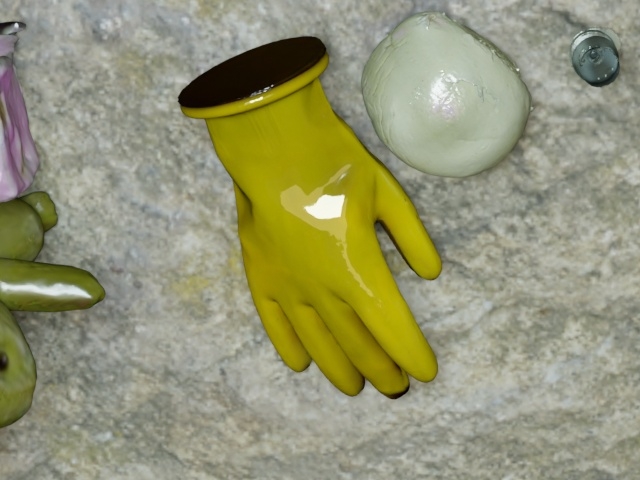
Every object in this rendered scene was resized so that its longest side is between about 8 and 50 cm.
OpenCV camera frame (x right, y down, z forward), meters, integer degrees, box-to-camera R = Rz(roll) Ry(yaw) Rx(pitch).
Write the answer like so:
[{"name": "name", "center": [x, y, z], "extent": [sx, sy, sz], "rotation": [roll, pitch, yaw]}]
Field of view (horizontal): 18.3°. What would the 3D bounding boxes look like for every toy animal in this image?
[{"name": "toy animal", "center": [-0.269, 0.084, 1.439], "extent": [0.180, 0.363, 0.181], "rotation": [20, 109, -20]}]

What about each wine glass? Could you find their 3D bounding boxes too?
[{"name": "wine glass", "center": [0.211, -0.139, 1.505], "extent": [0.042, 0.083, 0.039], "rotation": [-15, 100, 7]}]

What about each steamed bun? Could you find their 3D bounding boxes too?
[{"name": "steamed bun", "center": [0.094, -0.104, 1.510], "extent": [0.130, 0.091, 0.112], "rotation": [41, 103, -11]}]

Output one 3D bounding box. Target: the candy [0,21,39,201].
[{"name": "candy", "center": [-0.350, -0.089, 1.481], "extent": [0.265, 0.155, 0.116], "rotation": [-3, 108, 1]}]

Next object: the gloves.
[{"name": "gloves", "center": [-0.001, 0.000, 1.541], "extent": [0.133, 0.116, 0.294], "rotation": [-3, 118, 43]}]
